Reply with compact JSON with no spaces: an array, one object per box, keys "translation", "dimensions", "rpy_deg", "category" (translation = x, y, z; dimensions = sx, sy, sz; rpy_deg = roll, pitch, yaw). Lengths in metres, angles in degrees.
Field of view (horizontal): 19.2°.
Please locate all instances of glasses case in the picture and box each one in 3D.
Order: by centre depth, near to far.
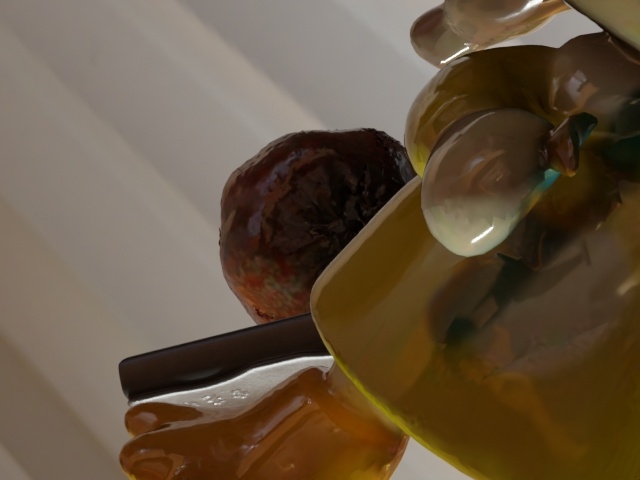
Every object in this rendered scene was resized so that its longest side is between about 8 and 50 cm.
[{"translation":[-0.009,0.060,1.004],"dimensions":[0.072,0.191,0.042],"rpy_deg":[26,-127,-61],"category":"glasses case"}]

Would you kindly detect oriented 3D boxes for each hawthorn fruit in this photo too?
[{"translation":[0.000,0.000,1.428],"dimensions":[0.181,0.181,0.235],"rpy_deg":[51,165,-9],"category":"hawthorn fruit"}]

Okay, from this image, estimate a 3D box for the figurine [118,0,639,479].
[{"translation":[0.087,-0.057,0.453],"dimensions":[0.215,0.343,0.187],"rpy_deg":[29,-171,1],"category":"figurine"}]
